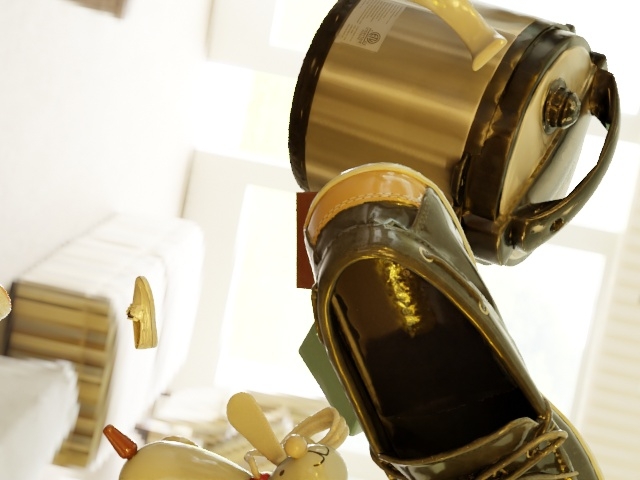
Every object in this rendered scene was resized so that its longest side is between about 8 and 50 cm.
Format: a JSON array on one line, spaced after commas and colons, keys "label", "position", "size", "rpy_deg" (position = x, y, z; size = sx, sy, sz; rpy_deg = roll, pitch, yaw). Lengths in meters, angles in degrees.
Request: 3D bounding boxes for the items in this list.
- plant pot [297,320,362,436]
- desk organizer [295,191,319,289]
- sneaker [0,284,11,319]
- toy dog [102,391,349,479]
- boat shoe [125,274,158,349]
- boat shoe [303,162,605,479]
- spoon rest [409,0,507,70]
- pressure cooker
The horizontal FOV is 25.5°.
[{"label": "plant pot", "position": [0.091, 0.149, 2.094], "size": [0.165, 0.166, 0.234], "rpy_deg": [58, -22, 20]}, {"label": "desk organizer", "position": [0.000, 0.000, 1.837], "size": [0.047, 0.050, 0.130], "rpy_deg": [-3, 95, -46]}, {"label": "sneaker", "position": [-0.452, 0.036, 1.596], "size": [0.121, 0.099, 0.262], "rpy_deg": [-43, 144, -11]}, {"label": "toy dog", "position": [-0.138, 0.265, 1.710], "size": [0.161, 0.333, 0.220], "rpy_deg": [59, 15, -22]}, {"label": "boat shoe", "position": [-0.242, 0.097, 1.887], "size": [0.035, 0.035, 0.100], "rpy_deg": [7, -75, 59]}, {"label": "boat shoe", "position": [0.125, 0.170, 1.252], "size": [0.156, 0.187, 0.500], "rpy_deg": [-77, 143, -64]}, {"label": "spoon rest", "position": [0.122, -0.334, 1.777], "size": [0.137, 0.276, 0.084], "rpy_deg": [-41, -174, 15]}, {"label": "pressure cooker", "position": [0.206, -0.156, 2.017], "size": [0.375, 0.420, 0.370], "rpy_deg": [-6, 113, -64]}]
